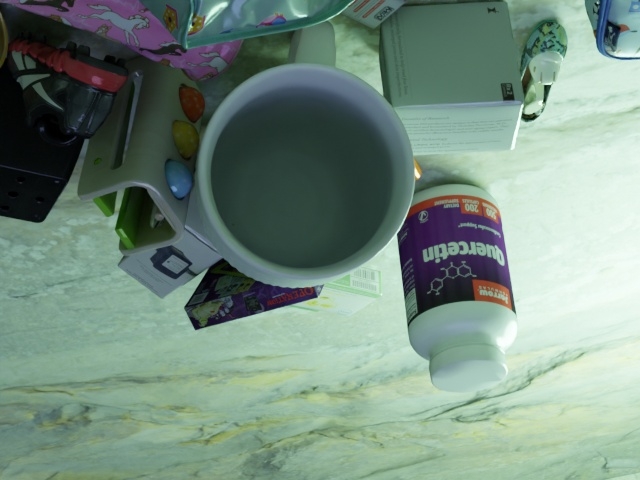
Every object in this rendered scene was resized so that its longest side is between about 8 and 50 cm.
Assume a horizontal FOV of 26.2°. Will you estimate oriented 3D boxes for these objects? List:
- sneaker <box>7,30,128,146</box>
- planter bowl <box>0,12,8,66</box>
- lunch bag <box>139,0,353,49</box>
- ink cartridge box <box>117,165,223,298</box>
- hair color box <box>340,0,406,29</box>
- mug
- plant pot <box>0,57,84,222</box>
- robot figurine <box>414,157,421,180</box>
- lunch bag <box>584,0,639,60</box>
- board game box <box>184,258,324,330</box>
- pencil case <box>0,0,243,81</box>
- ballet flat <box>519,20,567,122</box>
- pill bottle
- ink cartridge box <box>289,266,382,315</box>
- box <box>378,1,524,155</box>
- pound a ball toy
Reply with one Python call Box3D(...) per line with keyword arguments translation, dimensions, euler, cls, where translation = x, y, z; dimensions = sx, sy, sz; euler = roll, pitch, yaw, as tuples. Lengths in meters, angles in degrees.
Box3D(translation=(-0.354, -0.198, 1.816), dimensions=(0.097, 0.135, 0.276), euler=(15, -176, -37), cls="sneaker")
Box3D(translation=(-0.525, -0.251, 1.799), dimensions=(0.217, 0.090, 0.217), euler=(1, 135, 1), cls="planter bowl")
Box3D(translation=(-0.087, -0.344, 1.569), dimensions=(0.262, 0.223, 0.160), euler=(-18, 133, -25), cls="lunch bag")
Box3D(translation=(-0.194, -0.030, 2.125), dimensions=(0.100, 0.172, 0.237), euler=(38, 148, -13), cls="ink cartridge box")
Box3D(translation=(0.037, -0.339, 1.827), dimensions=(0.141, 0.043, 0.072), euler=(20, 141, -34), cls="hair color box")
Box3D(translation=(-0.029, -0.119, 1.872), dimensions=(0.276, 0.374, 0.328), euler=(6, 173, -6), cls="mug")
Box3D(translation=(-0.441, -0.134, 1.984), dimensions=(0.187, 0.167, 0.188), euler=(12, 146, -25), cls="plant pot")
Box3D(translation=(0.057, -0.114, 2.126), dimensions=(0.158, 0.128, 0.219), euler=(-35, 146, -4), cls="robot figurine")
Box3D(translation=(0.496, -0.350, 1.810), dimensions=(0.303, 0.115, 0.243), euler=(-5, 147, -2), cls="lunch bag")
Box3D(translation=(-0.070, 0.022, 2.164), dimensions=(0.208, 0.347, 0.056), euler=(-20, 108, 20), cls="board game box")
Box3D(translation=(-0.271, -0.319, 1.712), dimensions=(0.386, 0.167, 0.160), euler=(16, 104, -30), cls="pencil case")
Box3D(translation=(0.323, -0.240, 2.012), dimensions=(0.070, 0.070, 0.188), euler=(-1, 149, -6), cls="ballet flat")
Box3D(translation=(0.227, 0.079, 2.275), dimensions=(0.181, 0.323, 0.181), euler=(-4, 149, -2), cls="pill bottle")
Box3D(translation=(-0.019, 0.101, 2.513), dimensions=(0.171, 0.056, 0.235), euler=(13, 151, -27), cls="ink cartridge box")
Box3D(translation=(0.177, -0.224, 1.904), dimensions=(0.181, 0.181, 0.119), euler=(-3, 148, -3), cls="box")
Box3D(translation=(-0.213, -0.118, 1.941), dimensions=(0.135, 0.319, 0.208), euler=(-15, 132, 19), cls="pound a ball toy")
